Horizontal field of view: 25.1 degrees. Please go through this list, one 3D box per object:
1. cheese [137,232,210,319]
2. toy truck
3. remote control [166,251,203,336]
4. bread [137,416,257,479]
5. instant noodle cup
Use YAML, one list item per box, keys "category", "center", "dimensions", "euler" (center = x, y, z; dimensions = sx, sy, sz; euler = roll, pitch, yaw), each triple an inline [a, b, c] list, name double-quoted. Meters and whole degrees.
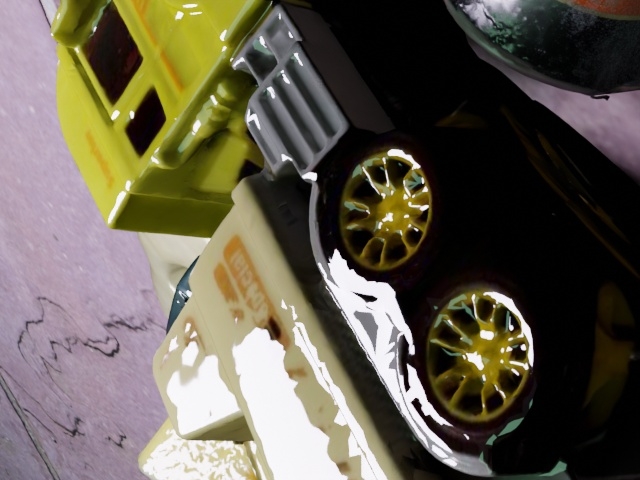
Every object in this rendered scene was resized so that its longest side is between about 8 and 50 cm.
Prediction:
- category: "cheese"
  center: [0.000, 0.000, 0.972]
  dimensions: [0.351, 0.130, 0.328]
  euler: [30, 147, 37]
- category: "toy truck"
  center: [0.014, -0.002, 0.708]
  dimensions: [0.254, 0.181, 0.405]
  euler: [-47, 56, 27]
- category: "remote control"
  center: [-0.076, 0.073, 0.998]
  dimensions: [0.072, 0.042, 0.222]
  euler: [47, 157, 15]
- category: "bread"
  center: [-0.057, 0.265, 1.432]
  dimensions: [0.266, 0.142, 0.178]
  euler: [39, 136, 18]
- category: "instant noodle cup"
  center: [0.127, -0.152, 0.614]
  dimensions: [0.127, 0.127, 0.135]
  euler: [42, 144, 16]
